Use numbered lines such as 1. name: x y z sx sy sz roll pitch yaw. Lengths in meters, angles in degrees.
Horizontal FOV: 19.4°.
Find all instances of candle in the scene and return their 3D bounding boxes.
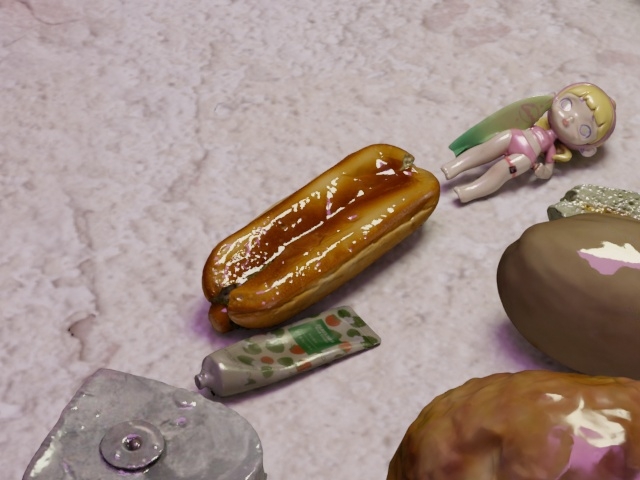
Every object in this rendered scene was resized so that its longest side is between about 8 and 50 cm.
1. candle: -0.142 0.174 1.443 0.192 0.068 0.168 -14 41 -18

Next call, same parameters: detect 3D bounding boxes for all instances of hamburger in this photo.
1. hamburger: 0.253 -0.012 1.625 0.121 0.084 0.054 15 80 -1

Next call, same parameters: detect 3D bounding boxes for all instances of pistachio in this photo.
1. pistachio: 0.252 0.052 1.529 0.226 0.136 0.136 24 47 17

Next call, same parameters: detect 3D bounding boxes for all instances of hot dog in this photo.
1. hot dog: 0.000 0.000 1.633 0.249 0.068 0.100 -33 58 -28

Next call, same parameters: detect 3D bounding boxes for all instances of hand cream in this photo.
1. hand cream: -0.031 0.093 1.561 0.165 0.037 0.057 -19 44 -26

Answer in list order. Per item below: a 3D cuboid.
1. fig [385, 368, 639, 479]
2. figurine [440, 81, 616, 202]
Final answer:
1. fig: 0.155 0.269 1.246 0.286 0.286 0.368 11 74 15
2. figurine: 0.198 -0.092 1.738 0.187 0.083 0.083 -30 47 -11
